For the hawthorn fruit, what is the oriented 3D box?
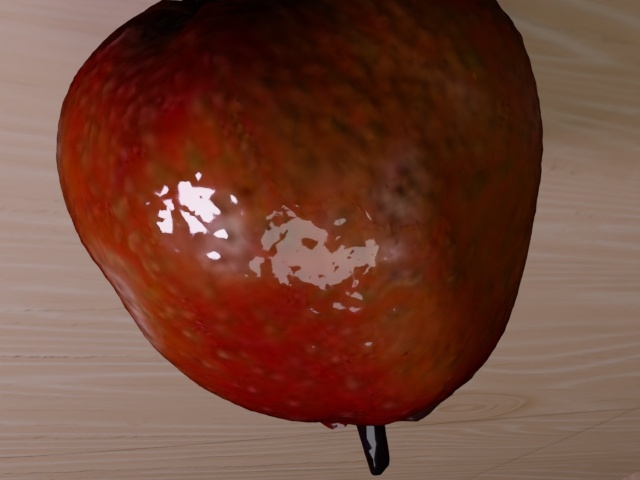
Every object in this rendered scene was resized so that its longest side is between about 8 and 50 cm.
[{"bbox_3d":[0.000,0.000,0.728,0.285,0.284,0.368,-12,118,-3],"label":"hawthorn fruit"}]
